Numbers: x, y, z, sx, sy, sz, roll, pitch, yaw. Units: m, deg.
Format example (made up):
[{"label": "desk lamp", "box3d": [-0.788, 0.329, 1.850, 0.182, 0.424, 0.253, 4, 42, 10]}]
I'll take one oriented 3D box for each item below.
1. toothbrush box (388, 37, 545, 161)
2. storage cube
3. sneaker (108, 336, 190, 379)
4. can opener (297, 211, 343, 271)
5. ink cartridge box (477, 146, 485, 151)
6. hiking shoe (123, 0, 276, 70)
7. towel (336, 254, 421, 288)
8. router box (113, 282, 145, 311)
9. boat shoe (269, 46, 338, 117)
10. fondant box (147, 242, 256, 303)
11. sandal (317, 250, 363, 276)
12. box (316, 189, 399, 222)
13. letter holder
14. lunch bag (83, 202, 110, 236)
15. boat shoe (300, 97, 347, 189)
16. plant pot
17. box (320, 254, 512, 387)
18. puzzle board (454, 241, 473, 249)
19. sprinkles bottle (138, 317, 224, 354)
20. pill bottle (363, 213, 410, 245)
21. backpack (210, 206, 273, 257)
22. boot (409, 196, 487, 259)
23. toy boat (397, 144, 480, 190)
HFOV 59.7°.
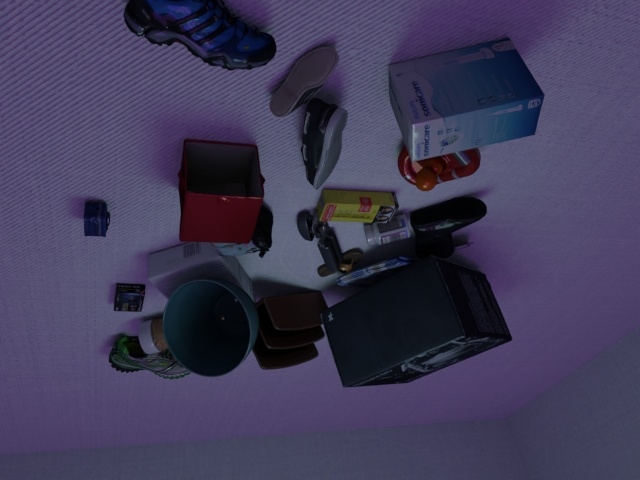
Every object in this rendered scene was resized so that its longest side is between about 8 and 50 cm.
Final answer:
[{"label": "toothbrush box", "box3d": [0.324, -0.326, 1.287, 0.295, 0.217, 0.126, -13, 144, -1]}, {"label": "storage cube", "box3d": [-0.259, -0.119, 1.424, 0.214, 0.184, 0.193, 2, 142, -19]}, {"label": "sneaker", "box3d": [-0.617, 0.439, 2.120, 0.343, 0.134, 0.146, 8, 139, -25]}, {"label": "can opener", "box3d": [0.000, 0.000, 1.778, 0.095, 0.076, 0.283, 13, 151, 22]}, {"label": "ink cartridge box", "box3d": [0.385, -0.284, 1.491, 0.104, 0.062, 0.181, -14, 145, 4]}, {"label": "hiking shoe", "box3d": [-0.218, -0.426, 1.080, 0.303, 0.113, 0.132, 8, 140, -25]}, {"label": "towel", "box3d": [0.221, 0.115, 1.930, 0.284, 0.034, 0.209, -24, 156, 40]}, {"label": "router box", "box3d": [-0.638, 0.192, 1.860, 0.092, 0.038, 0.122, 5, 141, -21]}, {"label": "boat shoe", "box3d": [-0.034, -0.365, 1.281, 0.206, 0.075, 0.065, -40, 179, 26]}, {"label": "fondant box", "box3d": [-0.375, 0.134, 1.810, 0.238, 0.096, 0.330, -16, 143, 5]}, {"label": "sandal", "box3d": [0.071, 0.091, 1.919, 0.180, 0.049, 0.072, -28, 141, 20]}, {"label": "box", "box3d": [0.111, -0.101, 1.663, 0.232, 0.058, 0.087, 2, 143, -18]}, {"label": "letter holder", "box3d": [-0.098, 0.317, 1.961, 0.301, 0.215, 0.152, 0, 147, -50]}, {"label": "lunch bag", "box3d": [-0.603, -0.058, 1.506, 0.065, 0.067, 0.098, 2, 141, -20]}, {"label": "boat shoe", "box3d": [-0.003, -0.243, 1.415, 0.091, 0.114, 0.303, 32, 148, 9]}, {"label": "plant pot", "box3d": [-0.304, 0.246, 1.710, 0.290, 0.290, 0.195, -26, 178, 19]}, {"label": "box", "box3d": [0.347, 0.305, 1.992, 0.479, 0.298, 0.471, -31, 152, 28]}, {"label": "puzzle board", "box3d": [0.464, 0.031, 1.944, 0.128, 0.011, 0.096, -16, 174, 5]}, {"label": "sprinkles bottle", "box3d": [-0.464, 0.309, 1.997, 0.355, 0.121, 0.121, -15, 144, 4]}, {"label": "pill bottle", "box3d": [0.210, -0.031, 1.770, 0.137, 0.078, 0.078, -14, 144, 3]}, {"label": "backpack", "box3d": [-0.235, -0.026, 1.612, 0.181, 0.152, 0.115, -12, 139, 19]}, {"label": "boot", "box3d": [0.419, -0.032, 1.813, 0.246, 0.094, 0.207, -13, 142, 11]}, {"label": "toy boat", "box3d": [0.292, -0.191, 1.456, 0.151, 0.151, 0.231, 43, 155, -20]}]
